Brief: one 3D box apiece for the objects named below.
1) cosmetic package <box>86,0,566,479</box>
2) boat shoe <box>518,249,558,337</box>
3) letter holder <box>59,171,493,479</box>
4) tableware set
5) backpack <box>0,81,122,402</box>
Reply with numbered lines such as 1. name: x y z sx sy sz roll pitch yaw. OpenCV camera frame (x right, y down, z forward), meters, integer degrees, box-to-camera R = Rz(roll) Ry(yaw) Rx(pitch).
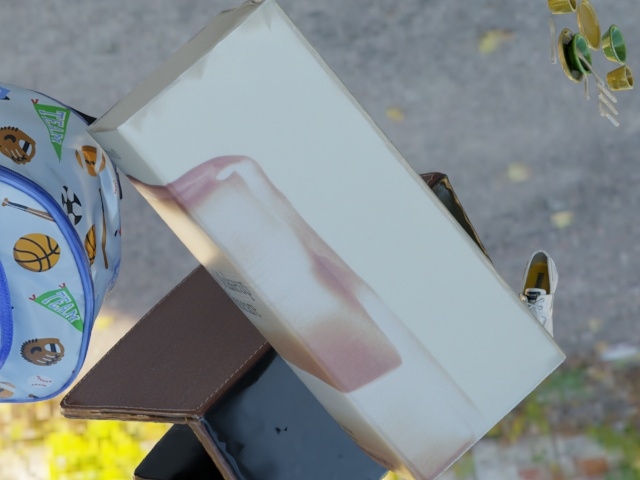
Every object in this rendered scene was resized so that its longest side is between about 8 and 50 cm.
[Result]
1. cosmetic package: 0.000 0.000 1.201 0.129 0.296 0.153 -41 -169 -8
2. boat shoe: 0.176 0.053 1.541 0.035 0.100 0.035 4 147 20
3. letter holder: -0.028 0.097 1.488 0.214 0.302 0.152 -2 125 50
4. tableware set: 0.239 -0.172 1.640 0.024 0.104 0.154 -14 153 28
5. backpack: -0.270 0.002 1.272 0.263 0.213 0.276 2 135 3
